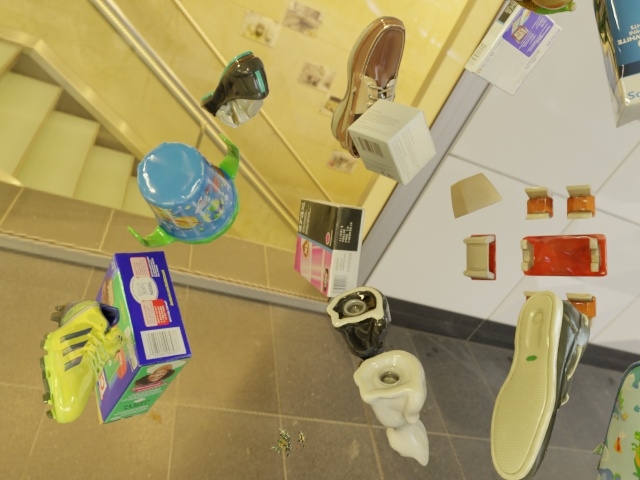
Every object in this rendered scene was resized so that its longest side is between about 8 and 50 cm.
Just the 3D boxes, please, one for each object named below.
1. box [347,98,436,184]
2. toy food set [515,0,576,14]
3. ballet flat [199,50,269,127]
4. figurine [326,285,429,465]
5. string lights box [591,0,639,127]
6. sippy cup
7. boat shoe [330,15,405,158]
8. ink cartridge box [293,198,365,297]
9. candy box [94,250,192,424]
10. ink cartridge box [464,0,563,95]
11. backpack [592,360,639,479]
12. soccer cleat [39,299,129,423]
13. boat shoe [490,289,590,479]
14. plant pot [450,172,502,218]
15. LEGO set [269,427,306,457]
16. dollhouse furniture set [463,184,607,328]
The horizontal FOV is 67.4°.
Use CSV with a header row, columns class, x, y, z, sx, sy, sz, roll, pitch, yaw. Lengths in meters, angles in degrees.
class,x,y,z,sx,sy,sz,roll,pitch,yaw
box,0.122,-0.168,0.812,0.101,0.087,0.102,32,-17,45
toy food set,0.245,-0.311,0.593,0.192,0.039,0.132,1,23,-32
ballet flat,-0.171,-0.276,0.940,0.095,0.280,0.096,-34,105,-18
figurine,0.101,0.212,0.728,0.092,0.210,0.215,-22,39,-2
string lights box,0.487,-0.325,0.750,0.133,0.076,0.260,7,75,-63
sippy cup,-0.340,-0.128,1.205,0.239,0.224,0.306,5,75,5
boat shoe,0.117,-0.317,1.044,0.123,0.324,0.116,-8,54,-19
ink cartridge box,0.000,0.000,1.073,0.069,0.176,0.371,5,6,-15
candy box,-0.427,0.221,1.088,0.122,0.317,0.268,-1,54,-38
ink cartridge box,0.507,-0.504,1.256,0.208,0.206,0.045,9,36,-40
backpack,0.486,0.305,0.573,0.273,0.356,0.290,28,-3,-6
soccer cleat,-0.364,0.171,0.753,0.121,0.094,0.289,1,18,-23
boat shoe,0.275,0.180,0.586,0.079,0.084,0.233,31,69,-16
plant pot,0.431,-0.131,1.368,0.109,0.109,0.096,-21,86,-7
LEGO set,-0.061,0.394,0.938,0.083,0.054,0.023,-6,-4,28
dollhouse furniture set,0.436,0.031,0.981,0.259,0.262,0.135,-1,-3,34
